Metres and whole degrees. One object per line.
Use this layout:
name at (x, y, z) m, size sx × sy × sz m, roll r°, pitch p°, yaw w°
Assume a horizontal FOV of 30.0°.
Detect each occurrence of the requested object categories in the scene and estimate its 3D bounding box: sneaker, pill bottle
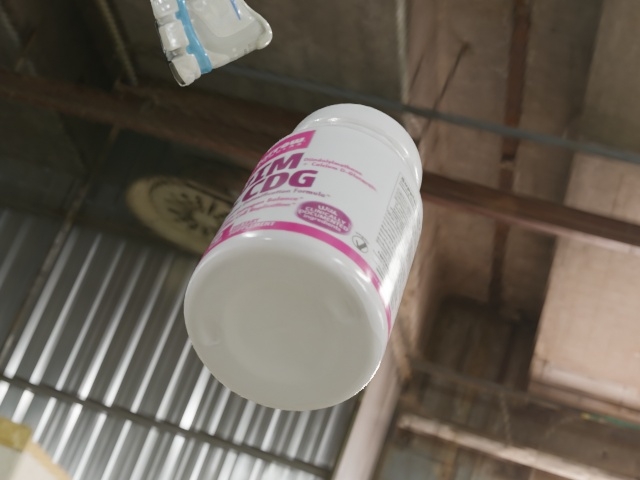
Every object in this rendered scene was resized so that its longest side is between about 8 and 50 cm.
sneaker at (-0.081, -0.196, 0.765) m, size 0.082 × 0.191 × 0.071 m, roll -17°, pitch -7°, yaw -5°
pill bottle at (0.000, 0.000, 1.017) m, size 0.160 × 0.283 × 0.160 m, roll 6°, pitch -59°, yaw 11°
